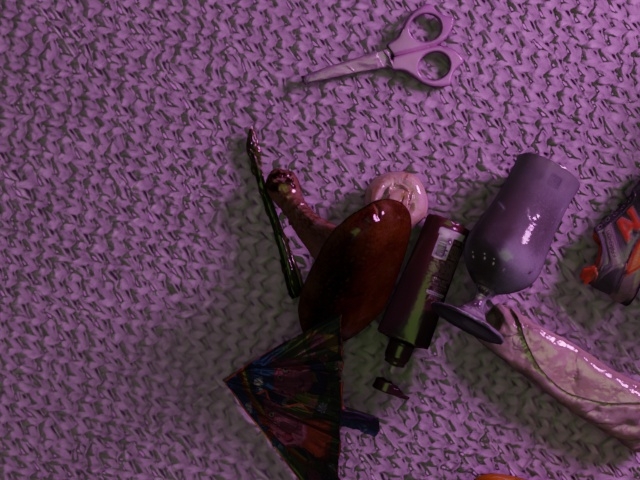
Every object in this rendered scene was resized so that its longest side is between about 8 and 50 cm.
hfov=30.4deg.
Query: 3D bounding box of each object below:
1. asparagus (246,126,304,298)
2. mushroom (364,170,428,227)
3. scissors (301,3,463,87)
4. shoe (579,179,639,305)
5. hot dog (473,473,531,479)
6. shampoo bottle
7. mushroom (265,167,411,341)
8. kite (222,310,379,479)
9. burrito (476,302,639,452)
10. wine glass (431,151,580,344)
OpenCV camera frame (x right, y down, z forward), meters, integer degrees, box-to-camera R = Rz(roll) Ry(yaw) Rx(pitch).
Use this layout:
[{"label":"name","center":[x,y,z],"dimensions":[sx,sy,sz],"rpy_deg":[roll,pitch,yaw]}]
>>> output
[{"label":"asparagus","center":[-0.063,-0.037,1.545],"dimensions":[0.023,0.022,0.232],"rpy_deg":[-17,89,17]},{"label":"mushroom","center":[0.097,-0.050,1.515],"dimensions":[0.084,0.067,0.083],"rpy_deg":[0,82,1]},{"label":"scissors","center":[0.078,-0.236,1.542],"dimensions":[0.212,0.021,0.110],"rpy_deg":[-15,92,2]},{"label":"shoe","center":[0.392,-0.018,1.503],"dimensions":[0.077,0.074,0.194],"rpy_deg":[19,92,8]},{"label":"hot dog","center":[0.302,0.361,1.500],"dimensions":[0.250,0.068,0.100],"rpy_deg":[16,103,5]},{"label":"shampoo bottle","center":[0.125,0.085,1.515],"dimensions":[0.068,0.067,0.236],"rpy_deg":[22,90,13]},{"label":"mushroom","center":[0.000,0.000,1.499],"dimensions":[0.217,0.148,0.227],"rpy_deg":[42,124,30]},{"label":"kite","center":[-0.031,0.217,1.499],"dimensions":[0.234,0.016,0.321],"rpy_deg":[14,116,25]},{"label":"burrito","center":[0.322,0.170,1.507],"dimensions":[0.275,0.059,0.082],"rpy_deg":[34,95,3]},{"label":"wine glass","center":[0.237,0.007,1.476],"dimensions":[0.103,0.103,0.231],"rpy_deg":[31,79,3]}]
